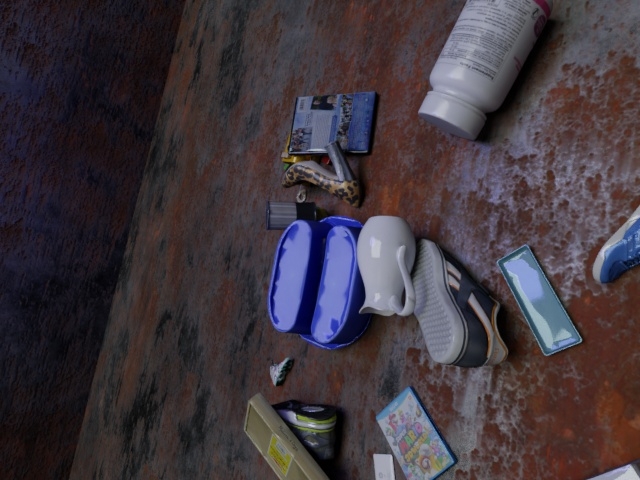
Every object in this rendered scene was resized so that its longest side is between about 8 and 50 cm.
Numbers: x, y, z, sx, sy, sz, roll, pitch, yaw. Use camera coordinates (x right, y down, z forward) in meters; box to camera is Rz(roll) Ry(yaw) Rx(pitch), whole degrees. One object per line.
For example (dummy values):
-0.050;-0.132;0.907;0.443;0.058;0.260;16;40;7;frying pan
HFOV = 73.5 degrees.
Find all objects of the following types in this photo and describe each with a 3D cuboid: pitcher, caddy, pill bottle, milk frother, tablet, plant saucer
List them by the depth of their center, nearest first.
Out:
0.388;0.103;0.767;0.067;0.018;0.192;-39;51;34;plant saucer
0.325;-0.364;0.876;0.160;0.160;0.283;40;108;47;pill bottle
0.148;0.054;0.892;0.177;0.125;0.207;163;113;-66;pitcher
0.139;0.509;0.928;0.054;0.006;0.083;-24;60;42;tablet
0.016;0.102;1.071;0.241;0.179;0.342;10;87;26;caddy
-0.084;-0.031;1.187;0.129;0.134;0.143;110;157;-59;milk frother

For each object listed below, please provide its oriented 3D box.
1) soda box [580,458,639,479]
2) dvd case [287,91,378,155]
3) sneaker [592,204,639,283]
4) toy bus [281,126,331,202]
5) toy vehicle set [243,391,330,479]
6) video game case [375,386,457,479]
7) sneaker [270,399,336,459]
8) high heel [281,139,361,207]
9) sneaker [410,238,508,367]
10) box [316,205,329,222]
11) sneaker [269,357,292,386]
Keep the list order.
0.386;0.397;0.631;0.216;0.073;0.069;-46;48;29;soda box
0.031;-0.331;1.227;0.252;0.022;0.181;5;82;24;dvd case
0.492;0.015;0.645;0.152;0.058;0.084;-56;35;11;sneaker
-0.068;-0.254;1.327;0.191;0.104;0.202;-42;50;33;toy bus
-0.091;0.520;1.047;0.267;0.035;0.166;42;138;27;toy vehicle set
0.193;0.410;0.891;0.119;0.015;0.166;-53;45;24;video game case
-0.071;0.486;1.100;0.299;0.111;0.122;-17;76;51;sneaker
-0.005;-0.144;1.213;0.261;0.093;0.186;-24;92;44;high heel
0.258;0.121;0.841;0.321;0.127;0.126;-90;18;-55;sneaker
0.000;0.000;1.219;0.105;0.043;0.179;-50;48;26;box
-0.123;0.365;1.243;0.069;0.038;0.098;42;109;46;sneaker
